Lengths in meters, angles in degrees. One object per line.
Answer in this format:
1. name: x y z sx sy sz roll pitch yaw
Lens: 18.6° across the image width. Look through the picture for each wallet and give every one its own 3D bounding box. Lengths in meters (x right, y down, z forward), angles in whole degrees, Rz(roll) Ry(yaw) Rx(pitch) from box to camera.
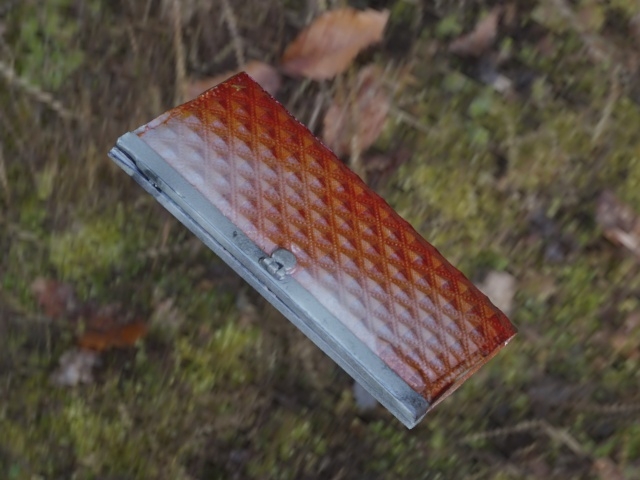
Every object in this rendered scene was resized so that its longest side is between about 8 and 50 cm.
1. wallet: 0.000 0.000 0.939 0.196 0.020 0.103 43 41 13
